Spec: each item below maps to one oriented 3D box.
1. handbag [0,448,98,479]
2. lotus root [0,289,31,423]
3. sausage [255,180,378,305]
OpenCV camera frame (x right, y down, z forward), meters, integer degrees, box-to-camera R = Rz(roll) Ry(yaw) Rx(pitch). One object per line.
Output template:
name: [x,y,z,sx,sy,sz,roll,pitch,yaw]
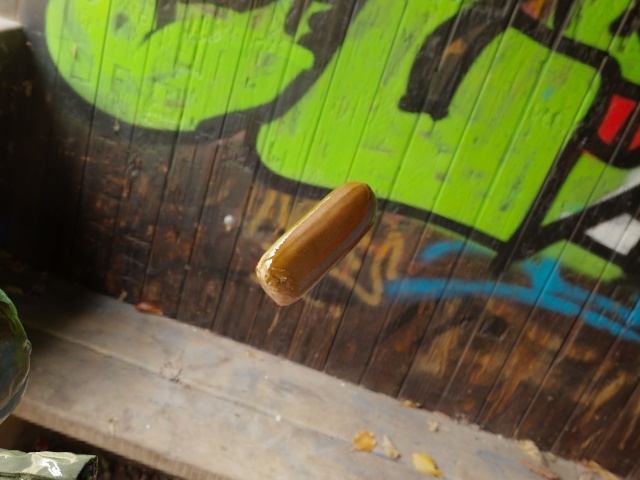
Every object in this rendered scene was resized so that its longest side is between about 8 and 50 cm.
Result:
handbag: [-0.572,0.476,1.222,0.253,0.109,0.316,-1,19,11]
lotus root: [-0.361,0.130,0.476,0.322,0.158,0.140,-31,85,-34]
sausage: [0.000,-0.001,1.192,0.105,0.105,0.274,32,61,26]
